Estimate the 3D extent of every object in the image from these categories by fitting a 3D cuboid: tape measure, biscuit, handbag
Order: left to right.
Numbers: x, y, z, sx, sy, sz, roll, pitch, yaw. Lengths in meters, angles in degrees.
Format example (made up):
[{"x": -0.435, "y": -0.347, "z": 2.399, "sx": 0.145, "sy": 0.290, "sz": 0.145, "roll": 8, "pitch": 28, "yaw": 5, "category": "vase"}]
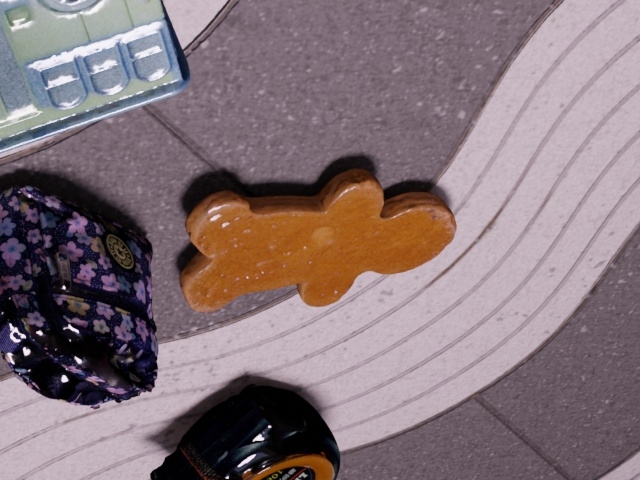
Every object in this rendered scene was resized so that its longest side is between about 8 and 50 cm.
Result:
[{"x": -0.243, "y": 0.061, "z": 1.547, "sx": 0.127, "sy": 0.208, "sz": 0.228, "roll": -32, "pitch": 144, "yaw": 19, "category": "handbag"}, {"x": -0.083, "y": 0.278, "z": 1.947, "sx": 0.202, "sy": 0.135, "sz": 0.223, "roll": -41, "pitch": 142, "yaw": 6, "category": "tape measure"}, {"x": -0.001, "y": -0.003, "z": 1.722, "sx": 0.324, "sy": 0.049, "sz": 0.205, "roll": -7, "pitch": 140, "yaw": -19, "category": "biscuit"}]

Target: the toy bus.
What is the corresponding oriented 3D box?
[{"x": -0.284, "y": -0.179, "z": 1.293, "sx": 0.312, "sy": 0.152, "sz": 0.190, "roll": -19, "pitch": 141, "yaw": -6, "category": "toy bus"}]
